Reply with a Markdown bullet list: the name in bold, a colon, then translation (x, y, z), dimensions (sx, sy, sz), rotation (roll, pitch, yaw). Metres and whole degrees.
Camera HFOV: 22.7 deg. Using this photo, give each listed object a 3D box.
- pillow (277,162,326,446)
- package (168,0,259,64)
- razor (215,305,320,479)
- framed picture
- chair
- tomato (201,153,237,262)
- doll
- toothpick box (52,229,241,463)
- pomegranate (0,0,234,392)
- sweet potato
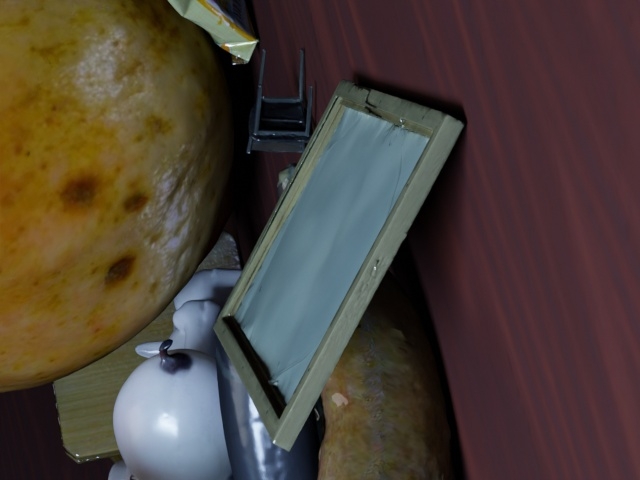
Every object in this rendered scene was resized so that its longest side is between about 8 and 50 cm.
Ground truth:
- **pillow**: translation (-0.003, 0.073, 0.979), dimensions (0.255, 0.034, 0.188), rotation (118, 140, -74)
- **package**: translation (-0.087, -0.183, 1.067), dimensions (0.121, 0.031, 0.108), rotation (35, -146, -54)
- **razor**: translation (-0.026, 0.109, 0.887), dimensions (0.090, 0.054, 0.148), rotation (-138, 39, -79)
- **framed picture**: translation (0.000, 0.000, 0.671), dimensions (0.136, 0.010, 0.201), rotation (-63, 13, 4)
- **chair**: translation (-0.023, -0.067, 0.919), dimensions (0.086, 0.037, 0.042), rotation (96, 173, -49)
- **tomato**: translation (-0.150, -0.055, 1.392), dimensions (0.200, 0.140, 0.233), rotation (31, 102, 46)
- **doll**: translation (-0.075, 0.144, 1.128), dimensions (0.271, 0.144, 0.208), rotation (-73, -16, -78)
- **toothpick box**: translation (-0.156, 0.130, 1.571), dimensions (0.308, 0.190, 0.187), rotation (97, 160, -74)
- **pomegranate**: translation (-0.224, -0.091, 1.160), dimensions (0.410, 0.410, 0.410), rotation (170, 90, -82)
- **sweet potato**: translation (0.037, 0.189, 0.627), dimensions (0.109, 0.109, 0.385), rotation (93, 171, -55)
